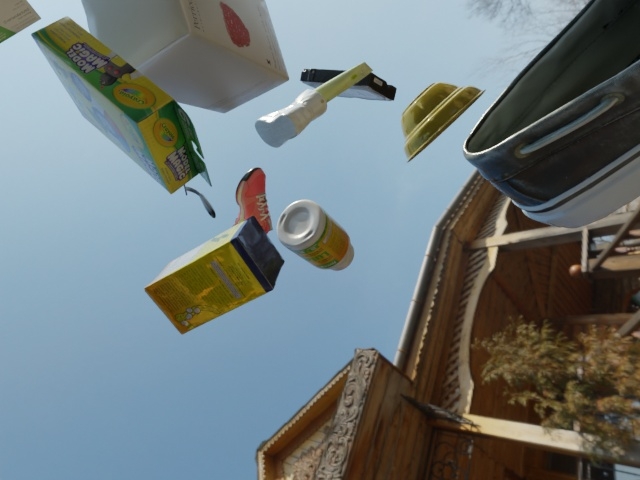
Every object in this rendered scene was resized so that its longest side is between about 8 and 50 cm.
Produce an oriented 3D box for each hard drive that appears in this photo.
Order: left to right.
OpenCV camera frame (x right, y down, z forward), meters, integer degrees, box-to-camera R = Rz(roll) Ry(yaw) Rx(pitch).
[{"bbox_3d":[0.115,-0.647,1.674,0.237,0.339,0.064,-5,-69,-56],"label":"hard drive"}]

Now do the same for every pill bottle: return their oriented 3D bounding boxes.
[{"bbox_3d":[0.000,0.000,1.098,0.246,0.137,0.136,39,-126,-54],"label":"pill bottle"}]

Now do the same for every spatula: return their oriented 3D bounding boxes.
[{"bbox_3d":[-0.410,-0.154,1.321,0.030,0.296,0.084,-26,-43,-29],"label":"spatula"}]

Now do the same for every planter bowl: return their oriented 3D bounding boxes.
[{"bbox_3d":[0.242,-0.277,0.877,0.090,0.217,0.217,48,-129,1],"label":"planter bowl"}]

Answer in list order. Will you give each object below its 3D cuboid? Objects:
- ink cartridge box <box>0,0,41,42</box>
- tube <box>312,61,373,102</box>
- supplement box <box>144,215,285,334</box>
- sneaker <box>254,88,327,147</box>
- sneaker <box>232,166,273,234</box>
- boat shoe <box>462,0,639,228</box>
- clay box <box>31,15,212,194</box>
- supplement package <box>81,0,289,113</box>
[{"bbox_3d":[-0.840,-0.615,0.980,0.154,0.093,0.212,-42,-30,-14],"label":"ink cartridge box"},{"bbox_3d":[0.055,-0.509,1.323,0.062,0.240,0.070,49,-152,-34],"label":"tube"},{"bbox_3d":[-0.322,0.108,1.263,0.195,0.357,0.194,58,-163,-17],"label":"supplement box"},{"bbox_3d":[-0.089,-0.387,1.272,0.169,0.293,0.108,-43,-63,-19],"label":"sneaker"},{"bbox_3d":[-0.209,-0.091,1.364,0.116,0.136,0.313,-28,-44,-57],"label":"sneaker"},{"bbox_3d":[0.222,-0.141,0.224,0.119,0.335,0.121,23,-145,-17],"label":"boat shoe"},{"bbox_3d":[-0.227,-0.149,0.477,0.222,0.127,0.053,40,-113,17],"label":"clay box"},{"bbox_3d":[-0.214,-0.354,0.694,0.293,0.176,0.177,-21,-86,-65],"label":"supplement package"}]
